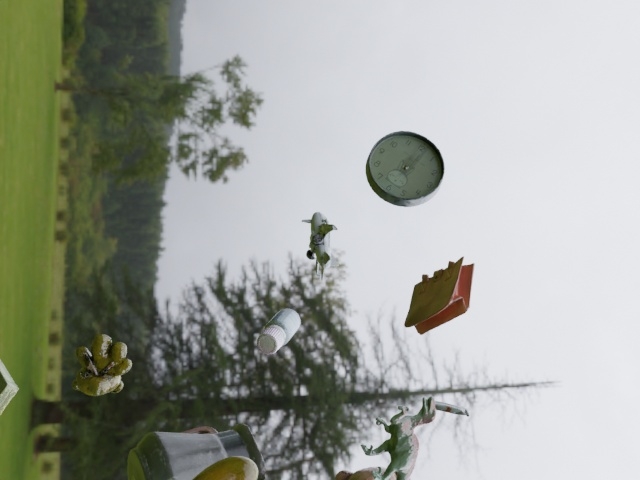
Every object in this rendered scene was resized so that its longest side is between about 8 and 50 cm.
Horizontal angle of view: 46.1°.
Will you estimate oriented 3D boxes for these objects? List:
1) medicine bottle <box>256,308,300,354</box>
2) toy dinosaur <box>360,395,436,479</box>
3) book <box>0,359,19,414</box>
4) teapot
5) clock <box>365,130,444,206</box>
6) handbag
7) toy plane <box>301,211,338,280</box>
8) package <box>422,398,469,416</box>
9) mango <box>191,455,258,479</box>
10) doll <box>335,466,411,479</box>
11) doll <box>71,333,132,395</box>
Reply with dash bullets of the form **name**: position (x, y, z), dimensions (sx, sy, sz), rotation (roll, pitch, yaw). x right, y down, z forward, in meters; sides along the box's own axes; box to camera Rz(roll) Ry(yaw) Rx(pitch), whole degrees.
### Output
- **medicine bottle**: position (-0.124, 0.268, 2.212), dimensions (0.203, 0.083, 0.083), rotation (-39, 134, -70)
- **toy dinosaur**: position (0.173, 0.456, 1.580), dimensions (0.053, 0.167, 0.242), rotation (-136, -143, -83)
- **book**: position (-0.684, 0.302, 1.433), dimensions (0.215, 0.025, 0.282), rotation (-55, -140, -5)
- **teapot**: position (-0.365, 0.670, 2.191), dimensions (0.376, 0.361, 0.306), rotation (27, -62, 56)
- **clock**: position (0.229, -0.196, 2.026), dimensions (0.042, 0.215, 0.215), rotation (102, -16, -68)
- **handbag**: position (0.301, 0.140, 1.916), dimensions (0.212, 0.059, 0.157), rotation (-39, -152, 53)
- **toy plane**: position (0.000, 0.000, 1.703), dimensions (0.162, 0.065, 0.171), rotation (110, -29, -46)
- **package**: position (0.290, 0.387, 1.741), dimensions (0.037, 0.110, 0.015), rotation (-75, 177, -79)
- **mango**: position (-0.213, 0.525, 1.491), dimensions (0.227, 0.136, 0.099), rotation (-53, 161, -29)
- **doll**: position (0.111, 0.677, 1.792), dimensions (0.156, 0.201, 0.303), rotation (61, 26, -43)
- **doll**: position (-0.533, 0.314, 1.831), dimensions (0.097, 0.137, 0.209), rotation (-91, -161, -47)
